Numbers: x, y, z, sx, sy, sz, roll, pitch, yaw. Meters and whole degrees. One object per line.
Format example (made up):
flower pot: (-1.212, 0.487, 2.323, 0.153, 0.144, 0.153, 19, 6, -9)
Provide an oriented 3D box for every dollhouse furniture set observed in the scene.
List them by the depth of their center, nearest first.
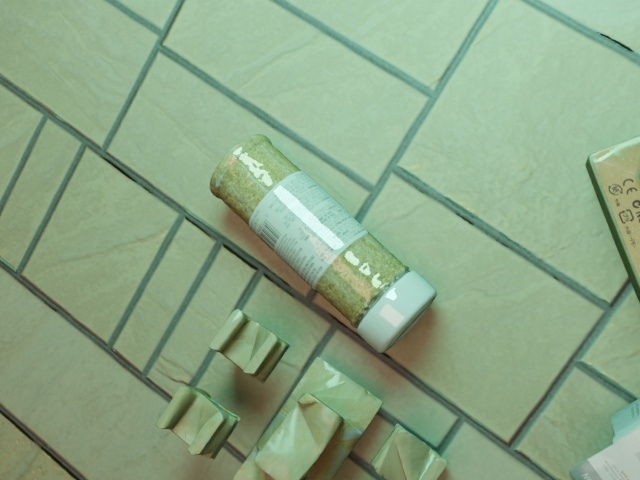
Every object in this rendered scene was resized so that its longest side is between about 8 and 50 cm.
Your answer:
dollhouse furniture set: (-0.065, 0.371, 1.196, 0.362, 0.256, 0.394, 33, 82, 14)

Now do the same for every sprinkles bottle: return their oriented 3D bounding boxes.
sprinkles bottle: (0.000, 0.000, 1.162, 0.355, 0.121, 0.121, 43, 106, 13)

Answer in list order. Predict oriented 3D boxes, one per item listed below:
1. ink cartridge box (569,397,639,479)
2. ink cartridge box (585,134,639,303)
ink cartridge box: (0.508, 0.324, 0.993, 0.272, 0.130, 0.309, -38, 80, 18)
ink cartridge box: (0.404, -0.006, 0.977, 0.088, 0.193, 0.234, -22, 86, 18)
